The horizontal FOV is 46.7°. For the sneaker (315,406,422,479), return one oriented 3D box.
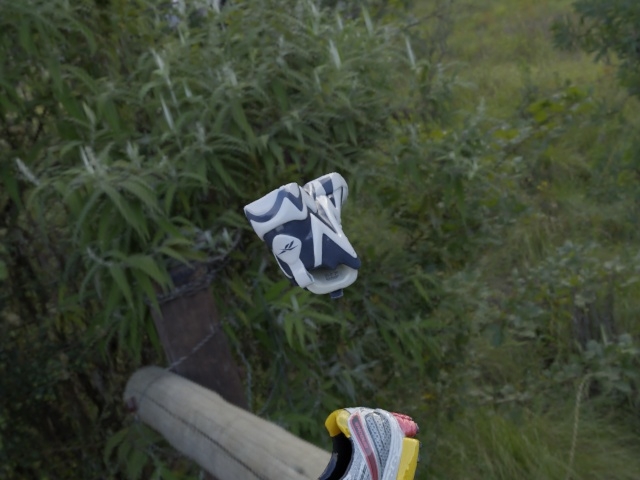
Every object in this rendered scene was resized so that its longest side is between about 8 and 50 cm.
[{"bbox_3d":[0.020,0.261,0.673,0.092,0.225,0.088,20,-23,-16],"label":"sneaker"}]

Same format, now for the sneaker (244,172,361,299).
[{"bbox_3d":[0.000,0.000,0.972,0.094,0.153,0.235,-25,-1,16],"label":"sneaker"}]
